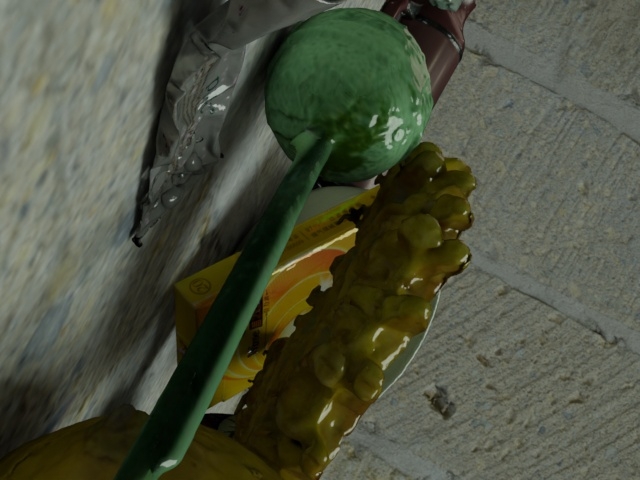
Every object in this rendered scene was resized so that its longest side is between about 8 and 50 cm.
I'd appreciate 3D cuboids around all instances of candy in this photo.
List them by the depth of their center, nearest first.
[{"bbox_3d":[-0.029,-0.007,0.513,0.119,0.119,0.440,-64,179,44],"label":"candy"}]

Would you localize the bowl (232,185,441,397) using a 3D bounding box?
[{"bbox_3d":[-0.004,0.058,0.996,0.277,0.145,0.277,-21,123,-36],"label":"bowl"}]

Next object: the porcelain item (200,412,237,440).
[{"bbox_3d":[-0.101,0.278,0.765,0.253,0.253,0.253,-61,177,-5],"label":"porcelain item"}]

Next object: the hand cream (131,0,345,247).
[{"bbox_3d":[-0.043,-0.082,0.436,0.084,0.050,0.257,-56,-173,-34],"label":"hand cream"}]

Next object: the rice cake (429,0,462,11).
[{"bbox_3d":[0.172,-0.374,1.011,0.124,0.038,0.211,28,88,-59],"label":"rice cake"}]

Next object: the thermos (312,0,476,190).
[{"bbox_3d":[0.085,-0.200,1.095,0.330,0.136,0.109,-60,-155,-11],"label":"thermos"}]

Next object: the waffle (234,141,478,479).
[{"bbox_3d":[0.009,0.066,0.642,0.293,0.069,0.260,-58,-174,21],"label":"waffle"}]

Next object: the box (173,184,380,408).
[{"bbox_3d":[-0.012,0.045,0.827,0.269,0.043,0.152,-28,143,-30],"label":"box"}]

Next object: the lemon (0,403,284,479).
[{"bbox_3d":[-0.100,0.214,0.485,0.228,0.228,0.253,-59,162,-30],"label":"lemon"}]
